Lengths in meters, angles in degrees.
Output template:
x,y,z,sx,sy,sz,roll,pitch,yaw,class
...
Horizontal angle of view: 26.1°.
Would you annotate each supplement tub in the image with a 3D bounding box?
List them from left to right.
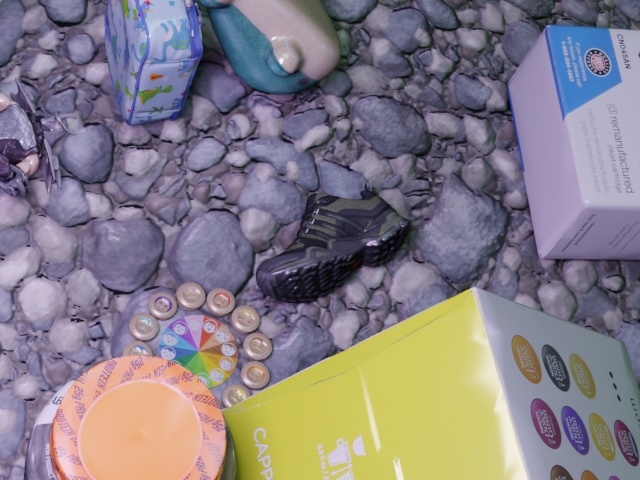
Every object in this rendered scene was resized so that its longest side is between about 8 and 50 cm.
x,y,z,sx,sy,sz,roll,pitch,yaw,class
-0.202,0.255,1.420,0.207,0.338,0.207,6,61,-11,supplement tub

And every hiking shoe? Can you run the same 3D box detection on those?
x,y,z,sx,sy,sz,roll,pitch,yaw,class
0.000,0.000,1.769,0.227,0.086,0.114,-22,57,-30,hiking shoe

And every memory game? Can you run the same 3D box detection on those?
x,y,z,sx,sy,sz,roll,pitch,yaw,class
-0.148,0.135,1.687,0.186,0.012,0.186,6,61,-11,memory game

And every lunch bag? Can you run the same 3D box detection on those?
x,y,z,sx,sy,sz,roll,pitch,yaw,class
-0.218,-0.266,1.758,0.090,0.219,0.176,-10,66,-20,lunch bag

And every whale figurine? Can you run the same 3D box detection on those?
x,y,z,sx,sy,sz,roll,pitch,yaw,class
-0.094,-0.286,1.803,0.272,0.141,0.216,22,38,-52,whale figurine

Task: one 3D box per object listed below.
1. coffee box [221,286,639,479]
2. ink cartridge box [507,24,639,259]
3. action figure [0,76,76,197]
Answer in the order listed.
x,y,z,sx,sy,sz,roll,pitch,yaw,class
0.146,0.290,1.422,0.334,0.338,0.337,21,49,-50,coffee box
0.487,-0.131,1.906,0.395,0.166,0.285,1,63,-15,ink cartridge box
-0.434,-0.122,1.698,0.285,0.099,0.185,-13,55,-26,action figure
